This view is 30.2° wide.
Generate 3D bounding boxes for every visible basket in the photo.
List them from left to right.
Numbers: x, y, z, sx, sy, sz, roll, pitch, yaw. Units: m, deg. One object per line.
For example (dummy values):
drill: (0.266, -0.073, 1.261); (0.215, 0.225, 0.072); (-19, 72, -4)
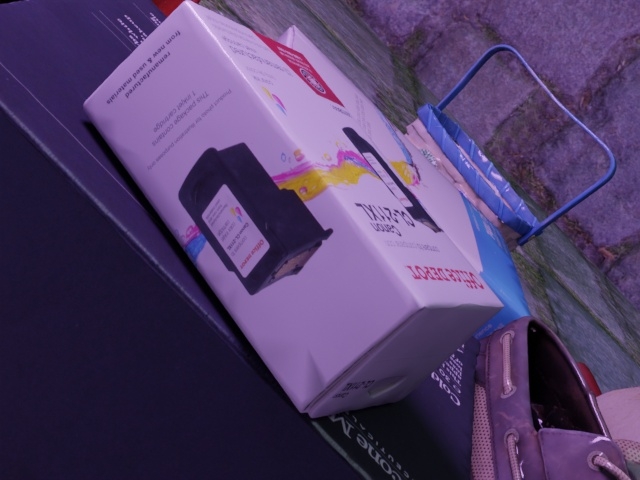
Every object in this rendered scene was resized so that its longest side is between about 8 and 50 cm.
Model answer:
basket: (0.239, -0.099, 1.685); (0.254, 0.289, 0.201); (50, 10, 21)

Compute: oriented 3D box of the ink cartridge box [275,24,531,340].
ink cartridge box: (0.000, 0.000, 0.973); (0.270, 0.198, 0.197); (44, 16, -15)

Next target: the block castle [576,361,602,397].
block castle: (0.488, 0.207, 1.539); (0.453, 0.303, 0.212); (35, 19, -50)

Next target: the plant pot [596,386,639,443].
plant pot: (0.335, 0.283, 1.044); (0.334, 0.334, 0.305); (43, 5, -19)

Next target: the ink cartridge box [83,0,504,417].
ink cartridge box: (-0.008, -0.013, 0.549); (0.175, 0.072, 0.127); (52, 16, 17)

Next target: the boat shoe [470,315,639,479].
boat shoe: (0.154, 0.172, 0.731); (0.132, 0.130, 0.355); (24, 24, -33)

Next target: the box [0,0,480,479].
box: (-0.090, 0.044, 0.658); (0.343, 0.179, 0.312); (46, 15, -4)

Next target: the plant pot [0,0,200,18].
plant pot: (-0.242, -0.292, 0.976); (0.267, 0.267, 0.236); (37, 6, -36)
